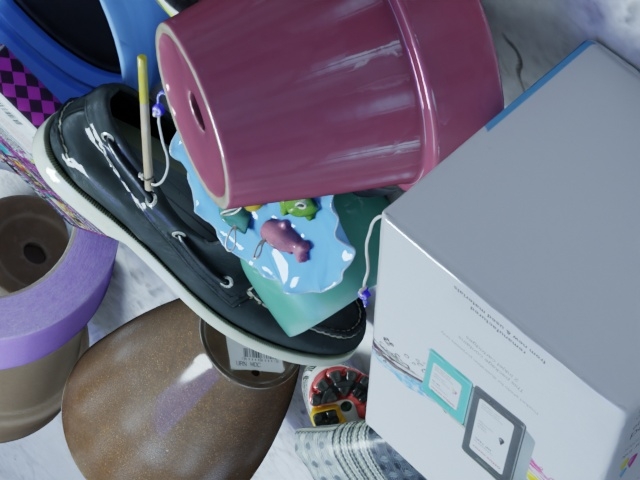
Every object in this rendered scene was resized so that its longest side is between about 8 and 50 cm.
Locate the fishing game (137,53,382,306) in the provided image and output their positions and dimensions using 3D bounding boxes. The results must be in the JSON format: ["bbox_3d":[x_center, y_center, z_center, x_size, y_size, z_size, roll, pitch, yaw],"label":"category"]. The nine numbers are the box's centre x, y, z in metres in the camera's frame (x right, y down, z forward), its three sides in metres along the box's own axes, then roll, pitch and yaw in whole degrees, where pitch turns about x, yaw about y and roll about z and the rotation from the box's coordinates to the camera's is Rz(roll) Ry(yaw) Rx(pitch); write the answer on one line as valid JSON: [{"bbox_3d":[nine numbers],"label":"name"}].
[{"bbox_3d":[-0.050,-0.035,1.466,0.264,0.041,0.189,35,143,25],"label":"fishing game"}]

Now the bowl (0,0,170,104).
[{"bbox_3d":[-0.275,-0.269,1.743,0.391,0.077,0.391,39,154,24],"label":"bowl"}]

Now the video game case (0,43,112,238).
[{"bbox_3d":[-0.259,-0.091,1.820,0.232,0.042,0.210,46,164,-24],"label":"video game case"}]

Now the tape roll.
[{"bbox_3d":[-0.340,-0.012,1.983,0.275,0.275,0.090,46,157,11],"label":"tape roll"}]

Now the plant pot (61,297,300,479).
[{"bbox_3d":[-0.112,0.139,1.928,0.215,0.215,0.230,49,142,3],"label":"plant pot"}]

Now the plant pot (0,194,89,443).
[{"bbox_3d":[-0.358,0.064,2.211,0.263,0.263,0.229,48,139,6],"label":"plant pot"}]

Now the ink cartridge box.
[{"bbox_3d":[0.167,0.057,1.285,0.197,0.198,0.270,40,155,22],"label":"ink cartridge box"}]

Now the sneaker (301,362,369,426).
[{"bbox_3d":[0.056,0.196,1.852,0.225,0.088,0.093,61,175,-22],"label":"sneaker"}]

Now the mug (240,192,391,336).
[{"bbox_3d":[-0.005,0.004,1.597,0.097,0.129,0.158,55,156,-4],"label":"mug"}]

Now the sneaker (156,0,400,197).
[{"bbox_3d":[-0.037,-0.138,1.483,0.300,0.111,0.121,48,159,9],"label":"sneaker"}]

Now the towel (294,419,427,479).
[{"bbox_3d":[0.165,0.278,1.722,0.312,0.056,0.324,-10,117,42],"label":"towel"}]

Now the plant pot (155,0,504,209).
[{"bbox_3d":[-0.002,-0.109,1.295,0.201,0.180,0.201,159,90,-76],"label":"plant pot"}]

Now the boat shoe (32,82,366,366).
[{"bbox_3d":[-0.079,-0.020,1.684,0.340,0.127,0.113,40,131,-11],"label":"boat shoe"}]
